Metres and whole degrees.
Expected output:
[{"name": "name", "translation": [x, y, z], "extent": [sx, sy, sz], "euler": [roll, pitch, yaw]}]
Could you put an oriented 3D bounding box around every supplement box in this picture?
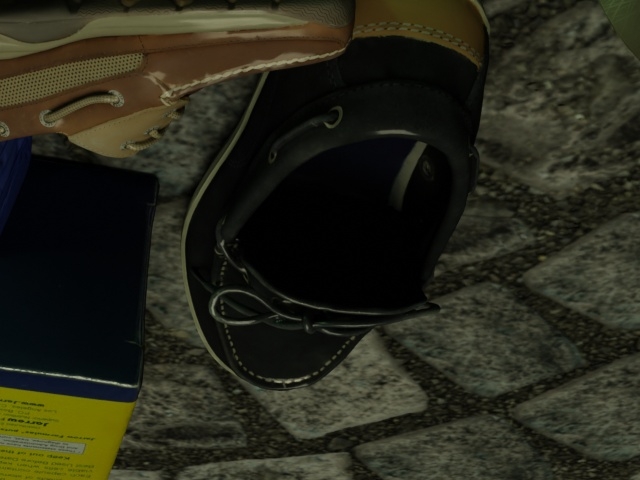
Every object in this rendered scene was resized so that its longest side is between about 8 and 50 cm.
[{"name": "supplement box", "translation": [-0.264, 0.109, 1.210], "extent": [0.195, 0.194, 0.356], "euler": [9, 145, -13]}]

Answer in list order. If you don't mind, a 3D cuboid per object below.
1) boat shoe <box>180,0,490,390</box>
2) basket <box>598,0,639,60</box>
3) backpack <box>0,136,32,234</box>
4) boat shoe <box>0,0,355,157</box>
[{"name": "boat shoe", "translation": [0.000, 0.000, 1.088], "extent": [0.187, 0.156, 0.500], "euler": [7, 146, -12]}, {"name": "basket", "translation": [0.276, -0.191, 0.818], "extent": [0.204, 0.154, 0.227], "euler": [28, 141, -31]}, {"name": "backpack", "translation": [-0.275, -0.069, 1.042], "extent": [0.120, 0.098, 0.101], "euler": [17, 139, -2]}, {"name": "boat shoe", "translation": [-0.129, -0.119, 0.927], "extent": [0.324, 0.123, 0.116], "euler": [-1, 125, 19]}]
